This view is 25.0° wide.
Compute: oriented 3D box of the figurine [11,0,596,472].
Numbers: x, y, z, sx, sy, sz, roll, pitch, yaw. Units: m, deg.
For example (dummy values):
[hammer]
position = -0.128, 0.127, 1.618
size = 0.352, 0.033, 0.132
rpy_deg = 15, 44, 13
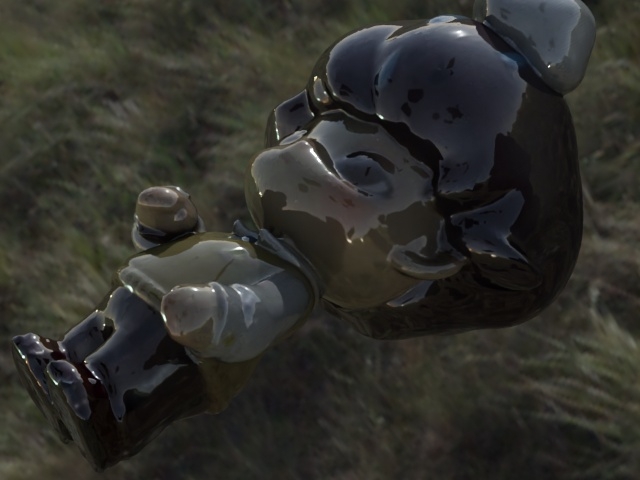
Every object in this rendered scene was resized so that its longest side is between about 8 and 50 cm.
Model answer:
[figurine]
position = -0.012, -0.016, 0.867
size = 0.365, 0.206, 0.218
rpy_deg = -17, 4, -25
